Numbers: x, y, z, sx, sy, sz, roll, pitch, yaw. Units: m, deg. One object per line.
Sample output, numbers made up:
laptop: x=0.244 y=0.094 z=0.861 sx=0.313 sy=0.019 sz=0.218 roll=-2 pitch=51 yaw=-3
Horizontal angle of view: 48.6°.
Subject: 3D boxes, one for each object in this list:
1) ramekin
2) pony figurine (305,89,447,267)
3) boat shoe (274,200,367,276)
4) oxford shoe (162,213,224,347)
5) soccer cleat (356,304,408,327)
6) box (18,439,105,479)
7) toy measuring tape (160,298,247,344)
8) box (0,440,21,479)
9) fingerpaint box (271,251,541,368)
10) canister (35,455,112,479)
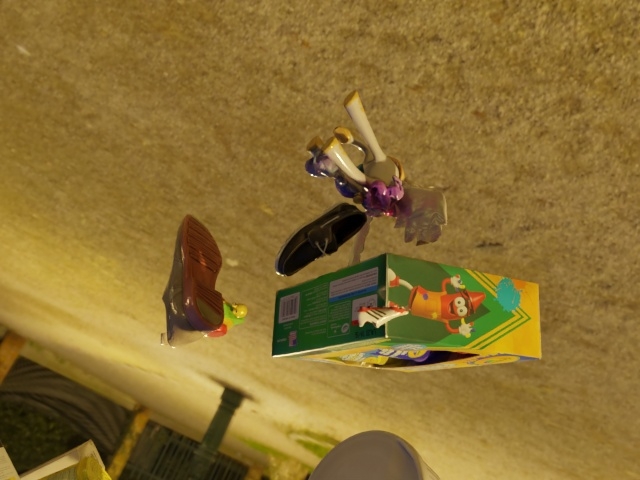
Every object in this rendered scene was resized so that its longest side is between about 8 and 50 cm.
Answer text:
ramekin: x=0.095 y=0.461 z=1.160 sx=0.127 sy=0.272 sz=0.273 roll=40 pitch=154 yaw=-30
pony figurine: x=0.130 y=-0.108 z=1.592 sx=0.303 sy=0.351 sz=0.363 roll=-28 pitch=117 yaw=39
boat shoe: x=0.000 y=0.000 z=1.533 sx=0.079 sy=0.233 sz=0.084 roll=33 pitch=153 yaw=42
oxford shoe: x=-0.338 y=0.089 z=1.760 sx=0.147 sy=0.397 sz=0.140 roll=-35 pitch=126 yaw=20
soccer cleat: x=0.099 y=0.121 z=1.128 sx=0.083 sy=0.035 sz=0.029 roll=0 pitch=174 yaw=-10
box: x=-0.723 y=0.637 z=1.869 sx=0.094 sy=0.275 sz=0.113 roll=63 pitch=-178 yaw=3
toy measuring tape: x=-0.363 y=0.239 z=2.070 sx=0.330 sy=0.121 sz=0.121 roll=-19 pitch=139 yaw=23
box: x=-0.659 y=0.524 z=1.437 sx=0.244 sy=0.060 sz=0.100 roll=54 pitch=-163 yaw=16
fingerpaint box: x=0.161 y=0.173 z=1.472 sx=0.371 sy=0.163 sz=0.445 roll=12 pitch=162 yaw=-29
canister: x=-0.579 y=0.580 z=1.624 sx=0.073 sy=0.170 sz=0.126 roll=-106 pitch=-8 yaw=-63
